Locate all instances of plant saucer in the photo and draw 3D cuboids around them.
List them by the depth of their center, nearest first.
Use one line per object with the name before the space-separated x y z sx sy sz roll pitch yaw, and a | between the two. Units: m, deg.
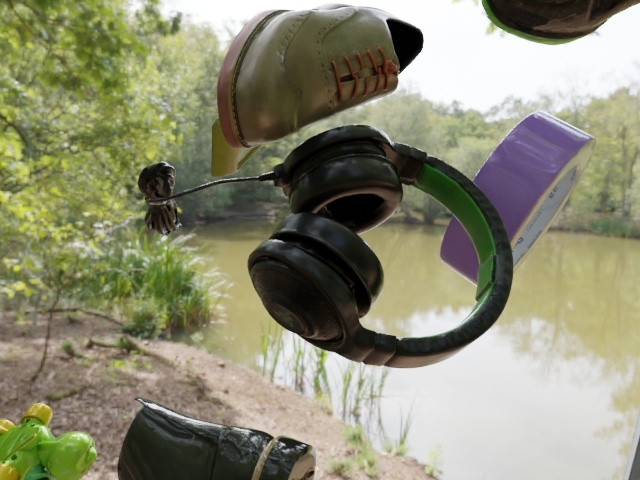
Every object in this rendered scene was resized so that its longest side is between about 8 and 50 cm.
plant saucer | -0.150 -0.229 1.184 0.045 0.188 0.188 34 -28 7

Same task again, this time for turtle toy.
turtle toy | -0.268 0.205 0.525 0.130 0.066 0.095 -25 27 16

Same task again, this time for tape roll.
tape roll | 0.300 -0.054 0.876 0.090 0.275 0.275 37 20 25

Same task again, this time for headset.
headset | 0.000 0.000 0.615 0.394 0.243 0.185 18 -31 -4

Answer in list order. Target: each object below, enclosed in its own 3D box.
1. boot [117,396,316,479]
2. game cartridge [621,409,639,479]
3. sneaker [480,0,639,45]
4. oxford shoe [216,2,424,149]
boot | -0.091 0.215 0.384 0.137 0.198 0.077 12 -12 22
game cartridge | 0.474 0.268 0.801 0.068 0.355 0.230 14 2 26
sneaker | 0.459 -0.412 0.787 0.482 0.185 0.202 -12 -11 6
oxford shoe | 0.015 -0.195 0.623 0.130 0.123 0.348 10 38 24
